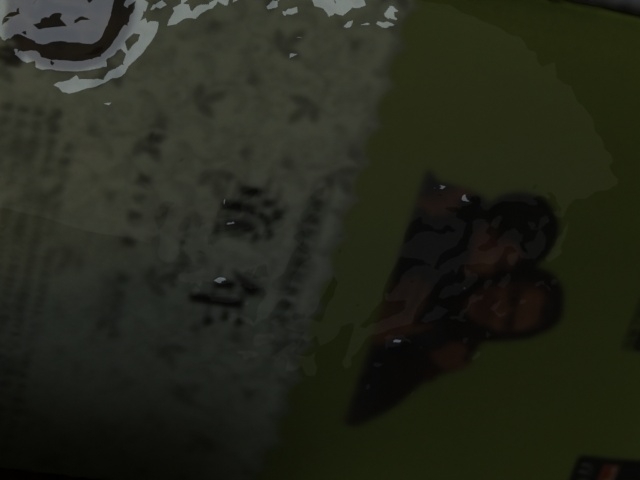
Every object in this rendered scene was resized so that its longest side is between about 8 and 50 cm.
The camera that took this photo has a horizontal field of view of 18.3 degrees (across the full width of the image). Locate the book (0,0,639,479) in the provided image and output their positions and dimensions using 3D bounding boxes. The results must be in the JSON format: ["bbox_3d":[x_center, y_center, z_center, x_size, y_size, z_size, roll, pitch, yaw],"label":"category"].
[{"bbox_3d":[0.000,0.000,0.789,0.352,0.035,0.239,10,115,-18],"label":"book"}]
